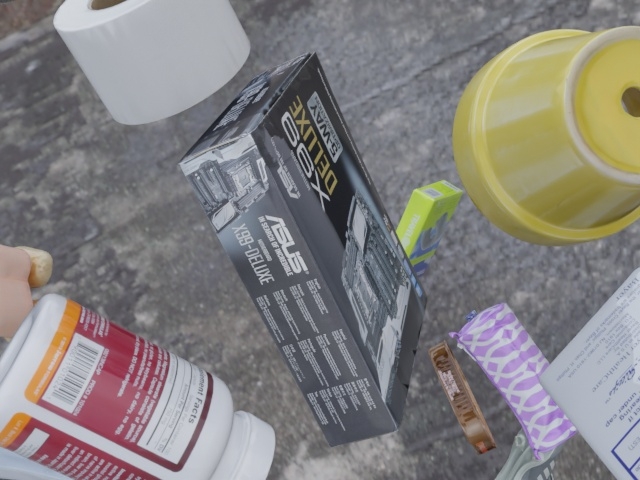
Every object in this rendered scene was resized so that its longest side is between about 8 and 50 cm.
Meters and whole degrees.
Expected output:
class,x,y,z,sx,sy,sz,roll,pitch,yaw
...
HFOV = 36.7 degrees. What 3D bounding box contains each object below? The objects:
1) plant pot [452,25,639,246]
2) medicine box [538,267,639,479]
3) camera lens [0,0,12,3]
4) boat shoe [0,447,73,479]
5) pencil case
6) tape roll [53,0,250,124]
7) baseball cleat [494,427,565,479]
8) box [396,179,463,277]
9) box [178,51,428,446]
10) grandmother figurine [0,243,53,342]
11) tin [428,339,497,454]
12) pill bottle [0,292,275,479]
class,x,y,z,sx,sy,sz,roll,pitch,yaw
plant pot,0.301,-0.128,1.077,0.254,0.254,0.239,-31,1,-11
medicine box,0.364,0.193,0.804,0.149,0.263,0.289,-49,17,9
camera lens,-0.216,-0.262,0.459,0.274,0.219,0.219,31,55,0
boat shoe,-0.450,0.308,1.457,0.366,0.156,0.136,7,62,13
pencil case,0.261,0.180,1.274,0.088,0.086,0.206,-35,84,-10
tape roll,-0.247,-0.310,1.435,0.246,0.169,0.246,-19,35,13
baseball cleat,0.333,0.343,1.482,0.109,0.206,0.072,10,32,-36
box,0.146,-0.001,1.472,0.042,0.178,0.109,32,25,22
box,0.000,0.000,0.925,0.076,0.308,0.242,-19,20,21
grandmother figurine,-0.413,0.040,0.964,0.104,0.342,0.208,-25,67,20
tin,0.215,0.239,1.468,0.040,0.106,0.190,-29,48,9
pill bottle,-0.105,0.100,0.538,0.086,0.152,0.086,-49,21,26
